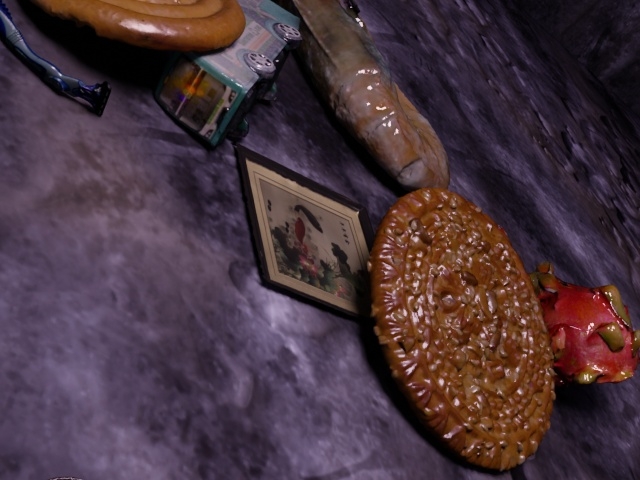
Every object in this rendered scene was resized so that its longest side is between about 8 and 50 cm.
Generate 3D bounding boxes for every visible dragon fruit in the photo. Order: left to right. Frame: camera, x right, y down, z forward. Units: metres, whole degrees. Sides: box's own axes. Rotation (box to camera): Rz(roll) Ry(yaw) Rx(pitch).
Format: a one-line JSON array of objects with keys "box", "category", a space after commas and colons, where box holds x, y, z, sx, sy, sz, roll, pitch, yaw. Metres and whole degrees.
[{"box": [0.318, 0.107, 1.023, 0.133, 0.150, 0.207, -4, 44, -16], "category": "dragon fruit"}]

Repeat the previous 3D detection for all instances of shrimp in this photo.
[{"box": [0.051, -0.245, 1.126, 0.445, 0.110, 0.221, 60, 25, 14], "category": "shrimp"}]

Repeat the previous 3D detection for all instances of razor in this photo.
[{"box": [-0.246, -0.166, 0.696, 0.154, 0.044, 0.028, 43, 55, -4], "category": "razor"}]

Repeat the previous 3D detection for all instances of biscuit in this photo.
[{"box": [-0.174, -0.224, 0.767, 0.224, 0.033, 0.144, 7, 34, -19], "category": "biscuit"}, {"box": [0.159, 0.083, 0.843, 0.305, 0.038, 0.305, 25, 53, -38], "category": "biscuit"}]

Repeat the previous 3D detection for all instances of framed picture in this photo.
[{"box": [0.000, 0.000, 0.842, 0.199, 0.010, 0.195, 24, 37, -36], "category": "framed picture"}]

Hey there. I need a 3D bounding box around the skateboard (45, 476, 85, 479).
[{"box": [-0.163, 0.140, 0.379, 0.151, 0.080, 0.067, 13, 50, -43], "category": "skateboard"}]

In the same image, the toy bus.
[{"box": [-0.090, -0.195, 0.886, 0.109, 0.091, 0.261, 32, 30, -6], "category": "toy bus"}]

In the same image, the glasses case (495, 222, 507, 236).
[{"box": [0.152, 0.007, 0.972, 0.194, 0.073, 0.049, -1, 46, -50], "category": "glasses case"}]
